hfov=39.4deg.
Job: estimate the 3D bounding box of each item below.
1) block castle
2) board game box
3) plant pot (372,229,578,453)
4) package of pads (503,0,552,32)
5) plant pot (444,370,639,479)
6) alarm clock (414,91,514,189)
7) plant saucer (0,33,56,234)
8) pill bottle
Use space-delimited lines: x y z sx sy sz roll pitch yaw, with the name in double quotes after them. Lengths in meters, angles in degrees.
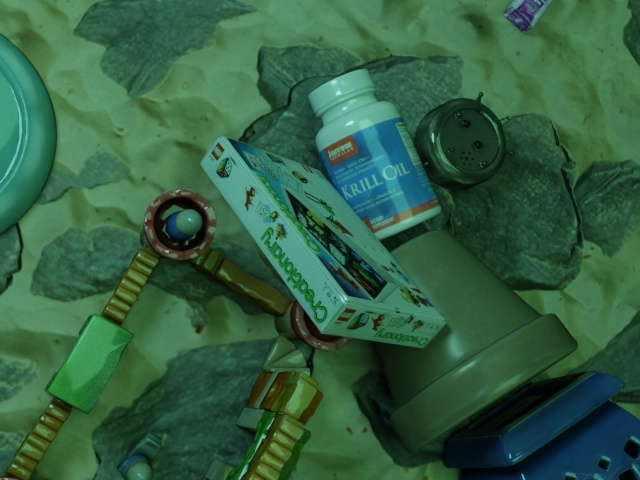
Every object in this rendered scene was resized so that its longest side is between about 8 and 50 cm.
-0.172 0.199 1.050 0.303 0.213 0.453 33 73 -13 "block castle"
0.000 0.000 1.081 0.193 0.305 0.053 15 119 -48 "board game box"
0.167 0.117 1.182 0.263 0.263 0.229 -26 73 -20 "plant pot"
0.329 -0.371 1.395 0.050 0.032 0.083 40 72 -7 "package of pads"
0.316 0.312 1.200 0.236 0.236 0.212 -28 86 -21 "plant pot"
0.192 -0.133 1.303 0.192 0.064 0.129 -31 93 -17 "alarm clock"
-0.482 -0.137 1.078 0.318 0.044 0.317 2 83 -19 "plant saucer"
0.067 -0.113 1.220 0.124 0.124 0.221 -24 88 -20 "pill bottle"
